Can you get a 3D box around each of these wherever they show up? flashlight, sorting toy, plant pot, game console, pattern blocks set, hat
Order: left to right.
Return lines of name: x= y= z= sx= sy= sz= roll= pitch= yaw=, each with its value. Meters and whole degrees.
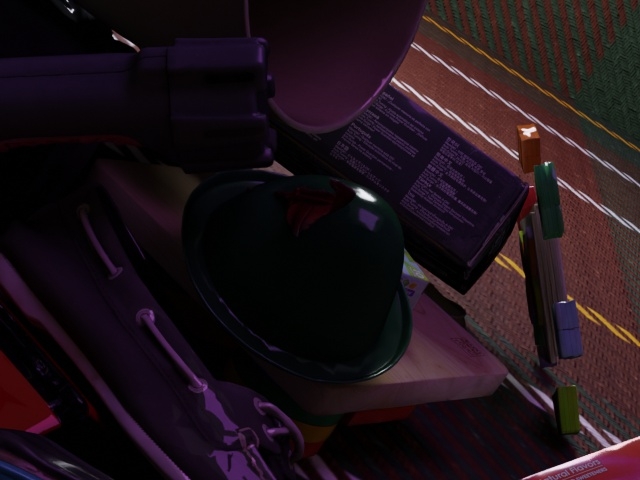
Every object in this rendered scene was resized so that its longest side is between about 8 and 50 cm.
game console: x=-0.200 y=0.085 z=0.841 sx=0.144 sy=0.085 sz=0.124 roll=43 pitch=-10 yaw=28
flashlight: x=-0.181 y=-0.074 z=0.909 sx=0.304 sy=0.103 sz=0.103 roll=-2 pitch=16 yaw=2
plant pot: x=-0.090 y=-0.237 z=1.079 sx=0.274 sy=0.256 sz=0.256 roll=18 pitch=10 yaw=28
sorting toy: x=-0.029 y=0.056 z=1.076 sx=0.257 sy=0.089 sz=0.255 roll=43 pitch=21 yaw=28
hat: x=0.026 y=-0.026 z=0.890 sx=0.173 sy=0.183 sz=0.208 roll=16 pitch=42 yaw=-24
pattern blocks set: x=0.204 y=0.036 z=1.314 sx=0.325 sy=0.026 sz=0.285 roll=70 pitch=13 yaw=-71

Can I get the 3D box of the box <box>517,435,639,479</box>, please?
box: x=0.255 y=0.201 z=0.941 sx=0.257 sy=0.122 sz=0.128 roll=-15 pitch=40 yaw=-22

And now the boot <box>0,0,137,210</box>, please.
boot: x=-0.373 y=-0.205 z=1.083 sx=0.445 sy=0.146 sz=0.367 roll=30 pitch=8 yaw=-21

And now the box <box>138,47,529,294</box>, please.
box: x=0.001 y=-0.106 z=1.328 sx=0.395 sy=0.097 sz=0.318 roll=36 pitch=-1 yaw=8

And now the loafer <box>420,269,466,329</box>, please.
loafer: x=0.080 y=0.043 z=1.351 sx=0.148 sy=0.050 sz=0.056 roll=27 pitch=19 yaw=-16

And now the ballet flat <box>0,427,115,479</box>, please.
ballet flat: x=-0.068 y=0.174 z=0.710 sx=0.280 sy=0.095 sz=0.096 roll=35 pitch=6 yaw=7

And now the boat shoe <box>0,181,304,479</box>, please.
boat shoe: x=-0.083 y=0.080 z=0.861 sx=0.335 sy=0.095 sz=0.112 roll=42 pitch=-11 yaw=30

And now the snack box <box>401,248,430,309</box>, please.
snack box: x=0.000 y=0.000 z=1.059 sx=0.141 sy=0.037 sz=0.100 roll=19 pitch=24 yaw=-32
